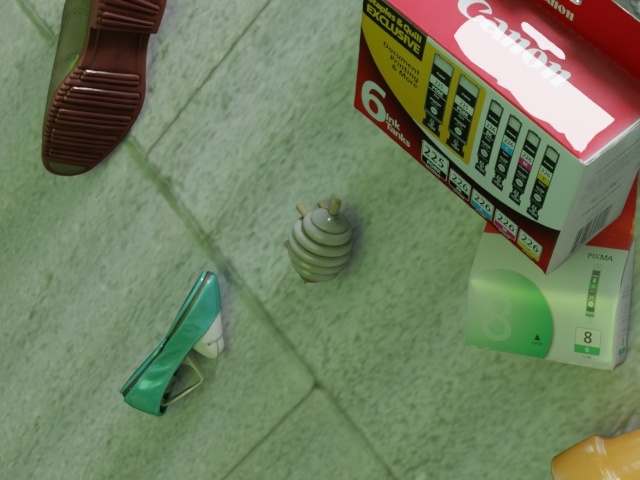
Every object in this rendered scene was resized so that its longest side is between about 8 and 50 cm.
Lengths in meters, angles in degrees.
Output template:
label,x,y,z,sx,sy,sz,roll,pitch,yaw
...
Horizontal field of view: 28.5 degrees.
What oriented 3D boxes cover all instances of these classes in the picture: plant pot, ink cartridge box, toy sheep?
label,x,y,z,sx,sy,sz,roll,pitch,yaw
plant pot,0.378,0.271,1.328,0.188,0.205,0.205,-35,79,15
ink cartridge box,0.188,-0.165,1.312,0.309,0.130,0.272,43,155,23
toy sheep,0.000,0.000,1.569,0.091,0.091,0.132,34,132,23
ink cartridge box,0.262,0.023,1.433,0.181,0.056,0.224,8,103,29

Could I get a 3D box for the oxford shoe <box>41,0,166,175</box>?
label,x,y,z,sx,sy,sz,roll,pitch,yaw
oxford shoe,-0.305,-0.251,1.718,0.130,0.123,0.348,53,125,44

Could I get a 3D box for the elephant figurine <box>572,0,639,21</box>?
label,x,y,z,sx,sy,sz,roll,pitch,yaw
elephant figurine,0.328,-0.232,1.310,0.186,0.169,0.239,-99,31,-51

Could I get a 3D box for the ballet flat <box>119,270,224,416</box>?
label,x,y,z,sx,sy,sz,roll,pitch,yaw
ballet flat,-0.181,0.147,1.716,0.087,0.083,0.247,34,116,-4
